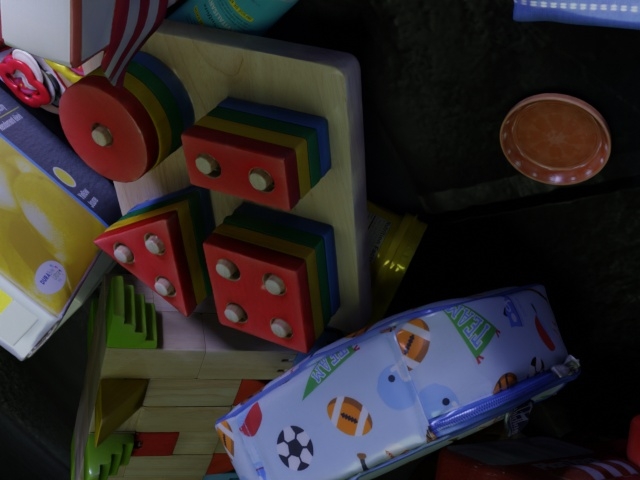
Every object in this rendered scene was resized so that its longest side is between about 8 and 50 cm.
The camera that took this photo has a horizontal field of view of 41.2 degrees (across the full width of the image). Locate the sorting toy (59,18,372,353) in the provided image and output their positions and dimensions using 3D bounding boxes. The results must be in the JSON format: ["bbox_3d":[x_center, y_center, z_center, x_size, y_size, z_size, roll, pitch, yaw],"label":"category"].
[{"bbox_3d":[-0.095,-0.037,0.699,0.255,0.089,0.257,16,133,25],"label":"sorting toy"}]

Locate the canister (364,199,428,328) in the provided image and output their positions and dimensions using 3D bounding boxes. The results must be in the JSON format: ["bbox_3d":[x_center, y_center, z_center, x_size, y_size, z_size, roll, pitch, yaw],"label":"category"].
[{"bbox_3d":[0.000,0.000,0.796,0.169,0.073,0.126,26,139,6],"label":"canister"}]

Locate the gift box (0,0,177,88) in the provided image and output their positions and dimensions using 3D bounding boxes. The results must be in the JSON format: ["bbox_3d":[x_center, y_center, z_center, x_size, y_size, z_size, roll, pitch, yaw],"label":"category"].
[{"bbox_3d":[-0.147,-0.252,0.477,0.258,0.255,0.276,21,134,12],"label":"gift box"}]

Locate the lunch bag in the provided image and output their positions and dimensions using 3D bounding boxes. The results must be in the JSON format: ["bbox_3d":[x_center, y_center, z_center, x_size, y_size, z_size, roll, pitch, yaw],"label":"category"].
[{"bbox_3d":[0.077,0.137,0.755,0.303,0.243,0.115,-29,75,30],"label":"lunch bag"}]

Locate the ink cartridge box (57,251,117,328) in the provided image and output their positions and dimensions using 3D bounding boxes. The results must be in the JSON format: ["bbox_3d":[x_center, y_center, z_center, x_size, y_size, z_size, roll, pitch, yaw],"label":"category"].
[{"bbox_3d":[-0.382,-0.014,0.968,0.278,0.117,0.201,39,140,-13],"label":"ink cartridge box"}]

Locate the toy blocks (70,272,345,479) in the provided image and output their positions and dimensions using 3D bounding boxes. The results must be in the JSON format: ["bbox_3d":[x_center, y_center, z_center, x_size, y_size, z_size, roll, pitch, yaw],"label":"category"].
[{"bbox_3d":[-0.129,0.174,0.959,0.260,0.191,0.381,4,135,-20],"label":"toy blocks"}]

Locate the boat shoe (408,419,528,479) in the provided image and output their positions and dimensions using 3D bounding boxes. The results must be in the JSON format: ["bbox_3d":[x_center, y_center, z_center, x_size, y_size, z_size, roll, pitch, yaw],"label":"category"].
[{"bbox_3d":[0.164,0.306,1.004,0.089,0.105,0.285,34,140,-2],"label":"boat shoe"}]

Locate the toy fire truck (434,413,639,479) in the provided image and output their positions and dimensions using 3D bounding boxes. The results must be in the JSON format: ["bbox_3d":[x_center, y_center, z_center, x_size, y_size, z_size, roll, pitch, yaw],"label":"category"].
[{"bbox_3d":[0.286,0.220,0.761,0.302,0.170,0.253,4,-176,-39],"label":"toy fire truck"}]

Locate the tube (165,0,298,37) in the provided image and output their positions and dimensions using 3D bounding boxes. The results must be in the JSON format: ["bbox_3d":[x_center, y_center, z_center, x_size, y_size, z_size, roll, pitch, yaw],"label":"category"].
[{"bbox_3d":[-0.089,-0.169,0.691,0.207,0.052,0.080,-26,101,51],"label":"tube"}]

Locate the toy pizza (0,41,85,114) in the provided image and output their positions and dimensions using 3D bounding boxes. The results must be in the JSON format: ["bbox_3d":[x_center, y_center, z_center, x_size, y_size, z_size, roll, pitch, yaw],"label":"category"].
[{"bbox_3d":[-0.263,-0.189,0.771,0.201,0.032,0.201,19,140,16],"label":"toy pizza"}]

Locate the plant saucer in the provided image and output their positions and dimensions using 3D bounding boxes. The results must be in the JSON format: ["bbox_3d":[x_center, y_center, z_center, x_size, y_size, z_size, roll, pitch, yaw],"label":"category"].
[{"bbox_3d":[0.180,-0.078,0.652,0.083,0.013,0.084,17,140,15],"label":"plant saucer"}]

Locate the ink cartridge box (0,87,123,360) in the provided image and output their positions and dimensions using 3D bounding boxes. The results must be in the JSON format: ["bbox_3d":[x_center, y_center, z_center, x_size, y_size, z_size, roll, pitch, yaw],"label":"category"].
[{"bbox_3d":[-0.324,-0.072,0.747,0.072,0.304,0.307,-42,106,14],"label":"ink cartridge box"}]

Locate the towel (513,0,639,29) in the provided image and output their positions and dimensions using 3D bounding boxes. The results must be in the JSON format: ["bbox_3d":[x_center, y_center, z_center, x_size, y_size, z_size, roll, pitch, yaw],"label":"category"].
[{"bbox_3d":[0.221,-0.247,0.428,0.243,0.040,0.336,12,138,21],"label":"towel"}]
